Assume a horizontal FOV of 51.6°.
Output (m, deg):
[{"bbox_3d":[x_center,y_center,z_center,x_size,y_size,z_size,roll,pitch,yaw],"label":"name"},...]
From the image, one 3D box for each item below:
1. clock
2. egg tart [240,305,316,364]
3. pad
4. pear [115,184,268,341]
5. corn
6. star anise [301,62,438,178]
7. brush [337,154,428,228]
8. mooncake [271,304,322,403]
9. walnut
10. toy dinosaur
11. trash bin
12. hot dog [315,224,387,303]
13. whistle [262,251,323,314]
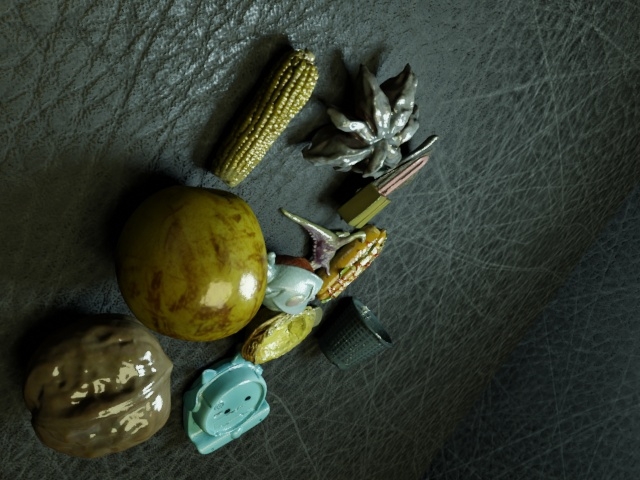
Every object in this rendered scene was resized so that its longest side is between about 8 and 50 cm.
[{"bbox_3d":[-0.234,0.396,1.658,0.223,0.094,0.274,-27,142,-29],"label":"clock"},{"bbox_3d":[-0.109,0.214,1.595,0.212,0.090,0.213,-30,156,-15],"label":"egg tart"},{"bbox_3d":[0.157,-0.131,1.585,0.235,0.003,0.158,-30,165,-23],"label":"pad"},{"bbox_3d":[-0.223,0.037,1.162,0.280,0.280,0.281,-28,141,-26],"label":"pear"},{"bbox_3d":[-0.099,-0.221,1.202,0.288,0.086,0.086,-53,145,11],"label":"corn"},{"bbox_3d":[0.128,-0.231,1.386,0.359,0.139,0.316,-30,151,-18],"label":"star anise"},{"bbox_3d":[0.150,-0.120,1.504,0.233,0.047,0.103,-41,165,13],"label":"brush"},{"bbox_3d":[-0.082,0.325,1.785,0.347,0.057,0.150,-50,133,8],"label":"mooncake"},{"bbox_3d":[-0.405,0.267,1.226,0.273,0.273,0.227,-34,176,-19],"label":"walnut"},{"bbox_3d":[0.002,0.004,1.550,0.199,0.072,0.251,-18,147,-20],"label":"toy dinosaur"},{"bbox_3d":[0.089,0.273,1.839,0.161,0.175,0.175,-42,147,11],"label":"trash bin"},{"bbox_3d":[0.080,0.058,1.680,0.250,0.076,0.104,-41,144,-5],"label":"hot dog"},{"bbox_3d":[-0.118,0.067,1.436,0.346,0.142,0.134,37,66,-44],"label":"whistle"}]
